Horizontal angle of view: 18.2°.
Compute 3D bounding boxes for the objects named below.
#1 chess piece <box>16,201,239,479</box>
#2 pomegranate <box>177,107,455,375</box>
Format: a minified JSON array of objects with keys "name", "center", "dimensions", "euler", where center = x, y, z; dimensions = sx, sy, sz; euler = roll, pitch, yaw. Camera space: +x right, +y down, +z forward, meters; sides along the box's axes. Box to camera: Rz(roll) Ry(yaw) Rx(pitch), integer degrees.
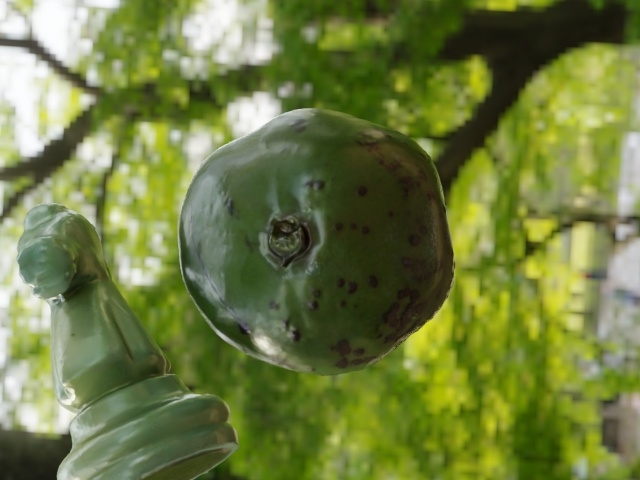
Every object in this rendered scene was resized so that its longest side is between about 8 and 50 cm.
[{"name":"chess piece","center":[-0.206,0.095,1.856],"dimensions":[0.176,0.176,0.298],"euler":[84,161,-75]},{"name":"pomegranate","center":[0.000,0.000,1.803],"dimensions":[0.270,0.254,0.254],"euler":[-32,-54,-78]}]
